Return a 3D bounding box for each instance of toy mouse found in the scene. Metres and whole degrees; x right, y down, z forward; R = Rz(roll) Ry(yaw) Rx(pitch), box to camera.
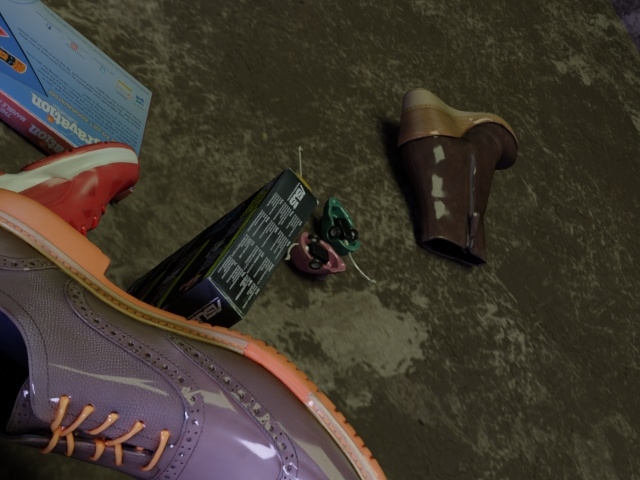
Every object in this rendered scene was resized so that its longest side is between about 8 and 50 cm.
[{"bbox_3d":[0.000,0.000,1.373,0.143,0.031,0.161,46,31,-18],"label":"toy mouse"}]

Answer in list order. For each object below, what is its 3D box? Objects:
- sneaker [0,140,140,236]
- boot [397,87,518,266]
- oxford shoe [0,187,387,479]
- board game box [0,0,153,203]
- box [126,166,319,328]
[{"bbox_3d":[-0.206,0.006,1.027,0.221,0.087,0.128,-23,89,-48],"label":"sneaker"},{"bbox_3d":[0.180,-0.063,1.684,0.248,0.090,0.207,18,59,-50],"label":"boot"},{"bbox_3d":[-0.124,0.109,0.840,0.364,0.130,0.133,31,31,10],"label":"oxford shoe"},{"bbox_3d":[-0.261,-0.161,1.144,0.281,0.027,0.145,39,32,-28],"label":"board game box"},{"bbox_3d":[-0.102,0.041,1.021,0.045,0.184,0.190,52,28,-12],"label":"box"}]
